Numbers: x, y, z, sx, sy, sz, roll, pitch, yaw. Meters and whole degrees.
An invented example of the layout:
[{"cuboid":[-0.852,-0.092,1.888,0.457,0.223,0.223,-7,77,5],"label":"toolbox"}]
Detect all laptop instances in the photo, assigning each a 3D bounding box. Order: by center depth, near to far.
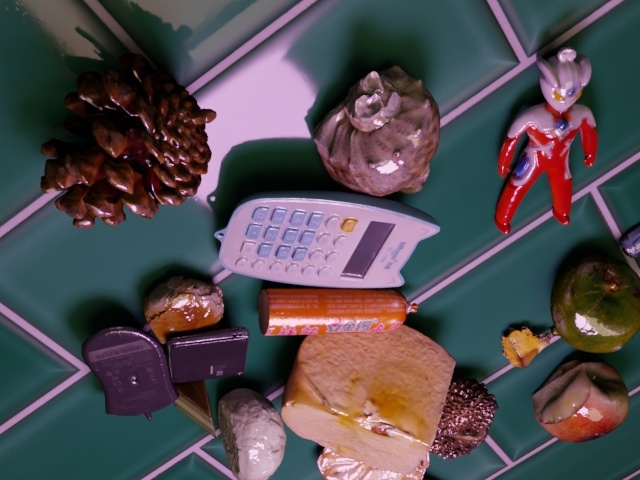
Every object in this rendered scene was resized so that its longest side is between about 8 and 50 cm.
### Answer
[{"cuboid":[-0.217,0.226,1.600,0.154,0.026,0.207,-7,152,-13],"label":"laptop"}]

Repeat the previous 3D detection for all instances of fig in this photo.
[{"cuboid":[0.565,0.144,1.763,0.203,0.203,0.235,-8,166,-11],"label":"fig"}]

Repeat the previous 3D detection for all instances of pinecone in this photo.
[{"cuboid":[-0.292,-0.143,1.245,0.309,0.244,0.244,-29,128,20],"label":"pinecone"}]

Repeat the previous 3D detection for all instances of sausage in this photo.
[{"cuboid":[0.040,0.137,1.616,0.312,0.093,0.093,1,125,-15],"label":"sausage"}]

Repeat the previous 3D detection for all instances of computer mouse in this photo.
[{"cuboid":[-0.356,0.239,1.578,0.147,0.088,0.264,-9,125,-3],"label":"computer mouse"}]

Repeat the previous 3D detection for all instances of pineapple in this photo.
[{"cuboid":[0.460,0.232,1.822,0.114,0.077,0.114,-25,124,0],"label":"pineapple"}]

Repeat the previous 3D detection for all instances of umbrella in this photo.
[{"cuboid":[0.733,-0.048,1.716,0.250,0.053,0.052,-36,134,9],"label":"umbrella"}]

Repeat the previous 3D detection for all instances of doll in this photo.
[{"cuboid":[0.415,-0.179,1.508,0.188,0.099,0.384,-11,130,-8],"label":"doll"}]

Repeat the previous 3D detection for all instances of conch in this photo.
[{"cuboid":[0.108,-0.154,1.389,0.210,0.159,0.291,-27,130,2],"label":"conch"}]

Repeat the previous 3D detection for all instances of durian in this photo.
[{"cuboid":[0.293,0.392,1.826,0.196,0.167,0.196,-19,117,-42],"label":"durian"}]

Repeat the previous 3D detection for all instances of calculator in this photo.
[{"cuboid":[0.000,0.000,1.494,0.386,0.054,0.256,4,143,-18],"label":"calculator"}]

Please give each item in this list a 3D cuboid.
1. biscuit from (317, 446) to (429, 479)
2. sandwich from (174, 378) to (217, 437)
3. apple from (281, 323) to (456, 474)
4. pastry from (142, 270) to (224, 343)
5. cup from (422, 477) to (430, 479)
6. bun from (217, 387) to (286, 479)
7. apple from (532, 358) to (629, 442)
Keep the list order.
[{"cuboid":[0.121,0.497,1.891,0.260,0.041,0.203,-2,94,-6],"label":"biscuit"},{"cuboid":[-0.256,0.344,1.668,0.074,0.116,0.074,-14,127,-7],"label":"sandwich"},{"cuboid":[0.087,0.314,1.667,0.309,0.252,0.314,21,101,5],"label":"apple"},{"cuboid":[-0.253,0.130,1.537,0.153,0.081,0.153,-11,127,-15],"label":"pastry"},{"cuboid":[0.235,0.643,2.020,0.236,0.134,0.148,30,115,-33],"label":"cup"},{"cuboid":[-0.136,0.393,1.695,0.118,0.195,0.195,-12,128,-22],"label":"bun"},{"cuboid":[0.597,0.370,1.896,0.174,0.207,0.188,37,125,8],"label":"apple"}]
